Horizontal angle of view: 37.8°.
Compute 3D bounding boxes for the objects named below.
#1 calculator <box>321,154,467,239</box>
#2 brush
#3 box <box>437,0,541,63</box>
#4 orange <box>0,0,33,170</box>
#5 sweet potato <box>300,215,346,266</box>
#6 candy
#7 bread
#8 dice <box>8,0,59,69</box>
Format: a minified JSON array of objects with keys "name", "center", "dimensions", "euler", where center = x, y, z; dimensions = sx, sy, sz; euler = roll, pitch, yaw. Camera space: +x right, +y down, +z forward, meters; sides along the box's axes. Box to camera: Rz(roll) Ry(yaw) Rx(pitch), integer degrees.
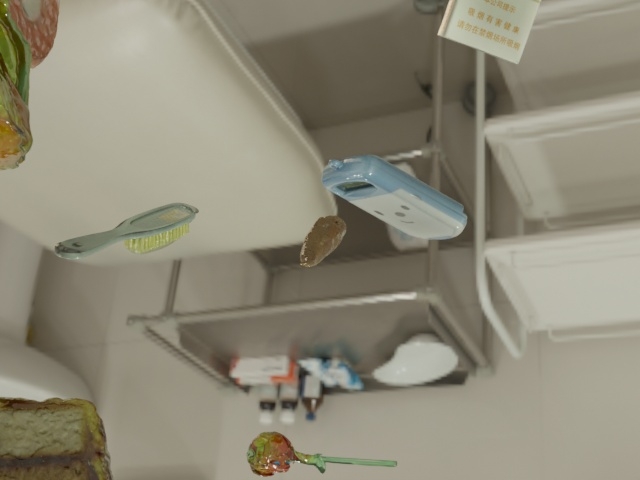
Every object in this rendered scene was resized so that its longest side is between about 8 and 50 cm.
[{"name":"calculator","center":[0.095,-0.057,1.225],"dimensions":[0.210,0.039,0.121],"euler":[28,161,-27]},{"name":"brush","center":[-0.301,0.001,1.474],"dimensions":[0.068,0.060,0.297],"euler":[21,-156,28]},{"name":"box","center":[0.240,-0.349,1.196],"dimensions":[0.122,0.220,0.032],"euler":[14,-170,-23]},{"name":"orange","center":[-0.445,-0.224,1.064],"dimensions":[0.196,0.262,0.334],"euler":[-16,149,18]},{"name":"sweet potato","center":[0.000,0.000,1.584],"dimensions":[0.060,0.206,0.068],"euler":[0,116,18]},{"name":"candy","center":[0.001,0.286,1.233],"dimensions":[0.201,0.060,0.060],"euler":[3,152,10]},{"name":"bread","center":[-0.317,0.239,0.929],"dimensions":[0.222,0.181,0.096],"euler":[1,139,-14]},{"name":"dice","center":[-0.523,-0.366,1.449],"dimensions":[0.179,0.174,0.175],"euler":[3,174,9]}]
